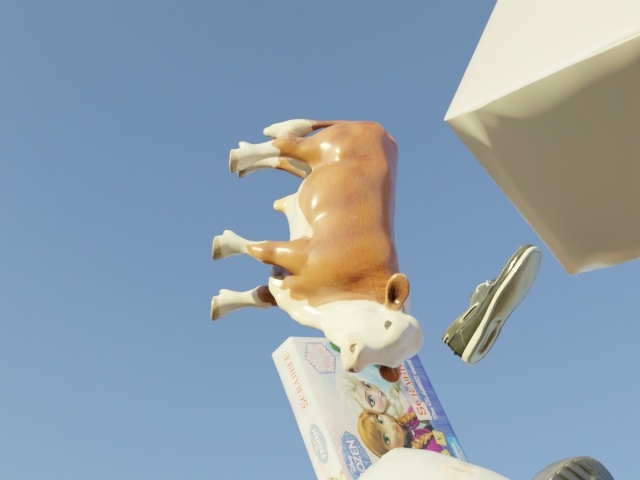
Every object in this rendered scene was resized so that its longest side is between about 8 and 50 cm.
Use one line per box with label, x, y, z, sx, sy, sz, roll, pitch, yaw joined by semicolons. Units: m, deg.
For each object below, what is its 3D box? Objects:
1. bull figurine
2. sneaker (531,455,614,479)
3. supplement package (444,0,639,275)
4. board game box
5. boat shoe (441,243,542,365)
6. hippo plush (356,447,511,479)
bull figurine;0.000;0.000;0.758;0.188;0.310;0.101;5;-42;1
sneaker;0.123;0.296;0.632;0.112;0.319;0.131;51;-33;-6
supplement package;0.247;-0.150;0.623;0.175;0.293;0.177;-20;-57;44
board game box;0.101;0.323;1.445;0.318;0.319;0.066;7;-43;-41
boat shoe;0.289;0.098;1.372;0.084;0.079;0.233;16;-69;-46
hippo plush;0.103;0.229;0.406;0.294;0.237;0.234;25;-30;-9
